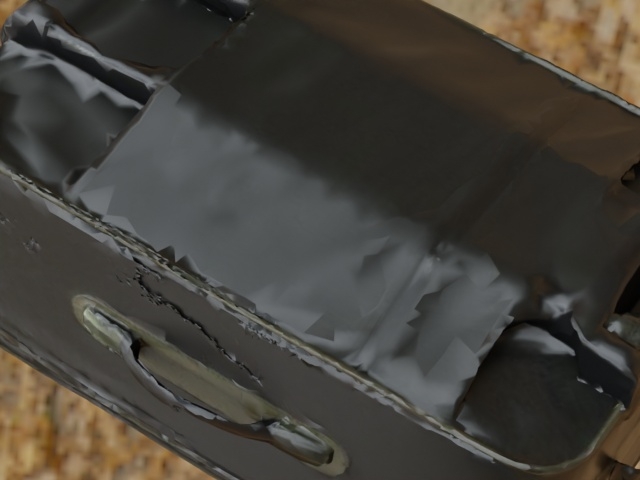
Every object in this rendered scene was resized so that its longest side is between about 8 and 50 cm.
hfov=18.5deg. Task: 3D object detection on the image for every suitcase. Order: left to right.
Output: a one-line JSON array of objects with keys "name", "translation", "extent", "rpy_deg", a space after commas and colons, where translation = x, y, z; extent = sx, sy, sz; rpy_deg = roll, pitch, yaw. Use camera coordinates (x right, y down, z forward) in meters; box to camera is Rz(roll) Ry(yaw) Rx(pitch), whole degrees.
[{"name": "suitcase", "translation": [0.000, 0.000, 1.027], "extent": [0.434, 0.283, 0.194], "rpy_deg": [28, 139, 18]}]
